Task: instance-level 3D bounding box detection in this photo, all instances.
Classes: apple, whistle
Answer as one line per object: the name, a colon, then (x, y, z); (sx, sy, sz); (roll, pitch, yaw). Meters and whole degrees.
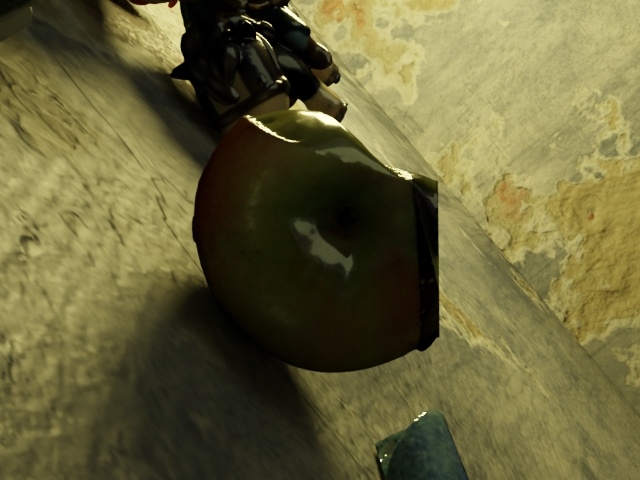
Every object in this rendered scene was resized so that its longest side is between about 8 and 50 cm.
apple: (0.000, 0.000, 0.733); (0.207, 0.174, 0.188); (45, -6, -10)
whistle: (0.087, 0.214, 0.643); (0.062, 0.062, 0.304); (43, 14, -25)

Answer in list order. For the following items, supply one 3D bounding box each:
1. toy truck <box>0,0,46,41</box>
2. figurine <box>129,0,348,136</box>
toy truck: (-0.251, -0.240, 0.507); (0.367, 0.175, 0.146); (58, -9, 30)
figurine: (-0.117, -0.278, 1.115); (0.306, 0.241, 0.412); (-40, 107, -54)
